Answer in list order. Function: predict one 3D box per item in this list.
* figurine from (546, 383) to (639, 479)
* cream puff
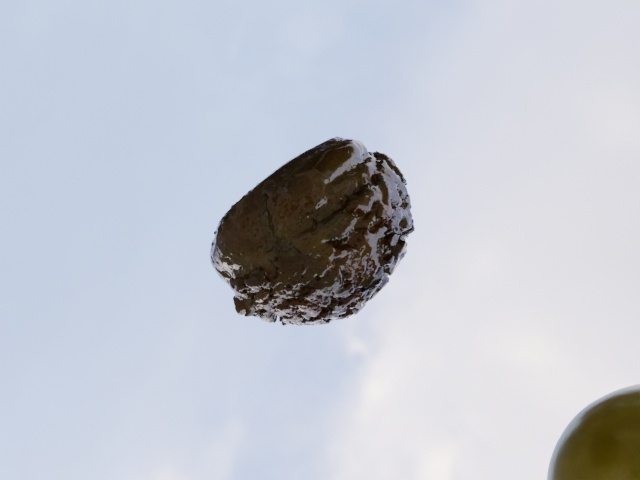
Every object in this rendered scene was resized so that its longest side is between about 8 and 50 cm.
[{"bbox_3d":[0.326,0.222,0.956,0.344,0.215,0.187,19,-114,35],"label":"figurine"},{"bbox_3d":[0.000,0.000,0.975,0.165,0.150,0.115,-36,-99,-25],"label":"cream puff"}]
